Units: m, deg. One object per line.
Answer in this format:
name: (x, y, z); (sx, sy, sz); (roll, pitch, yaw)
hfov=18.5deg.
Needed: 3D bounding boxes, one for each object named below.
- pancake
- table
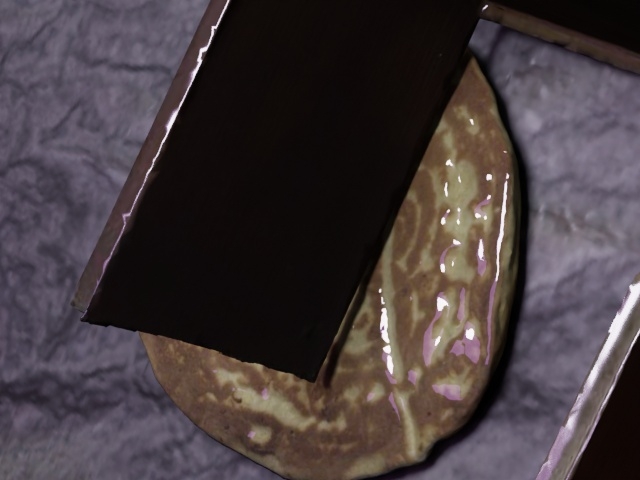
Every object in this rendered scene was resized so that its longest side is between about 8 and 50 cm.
pancake: (0.000, 0.000, 0.995); (0.250, 0.031, 0.250); (-10, 74, 37)
table: (0.085, -0.037, 0.804); (0.251, 0.196, 0.282); (27, 93, 34)
